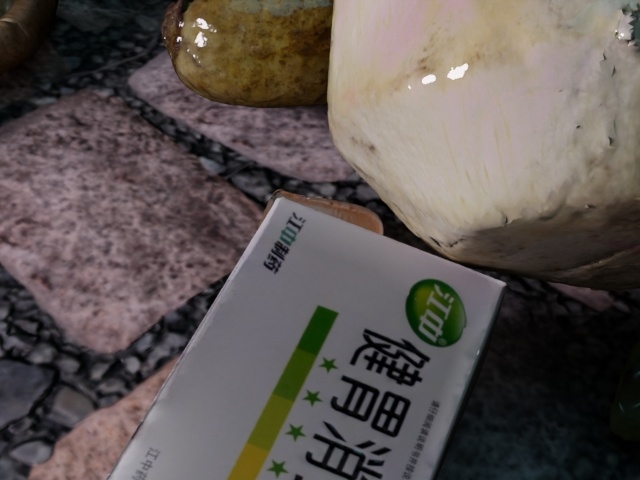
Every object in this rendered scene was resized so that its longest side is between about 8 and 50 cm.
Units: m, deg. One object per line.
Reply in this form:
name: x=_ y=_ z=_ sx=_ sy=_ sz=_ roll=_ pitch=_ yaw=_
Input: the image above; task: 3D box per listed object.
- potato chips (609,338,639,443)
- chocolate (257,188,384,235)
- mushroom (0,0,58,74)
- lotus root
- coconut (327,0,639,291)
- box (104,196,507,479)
potato chips: x=0.416 y=0.185 z=0.808 sx=0.389 sy=0.097 sz=0.373 roll=-1 pitch=42 yaw=-7
chocolate: x=0.000 y=0.000 z=0.957 sx=0.100 sy=0.031 sz=0.064 roll=11 pitch=65 yaw=7
mushroom: x=-0.294 y=-0.201 z=1.067 sx=0.094 sy=0.072 sz=0.210 roll=9 pitch=51 yaw=2
lotus root: x=-0.010 y=-0.188 z=1.061 sx=0.260 sy=0.128 sz=0.145 roll=-5 pitch=39 yaw=-14
coconut: x=0.168 y=-0.139 z=0.840 sx=0.352 sy=0.353 sz=0.353 roll=4 pitch=48 yaw=-5
box: x=-0.014 y=0.141 z=0.751 sx=0.173 sy=0.145 sz=0.333 roll=22 pitch=48 yaw=9
